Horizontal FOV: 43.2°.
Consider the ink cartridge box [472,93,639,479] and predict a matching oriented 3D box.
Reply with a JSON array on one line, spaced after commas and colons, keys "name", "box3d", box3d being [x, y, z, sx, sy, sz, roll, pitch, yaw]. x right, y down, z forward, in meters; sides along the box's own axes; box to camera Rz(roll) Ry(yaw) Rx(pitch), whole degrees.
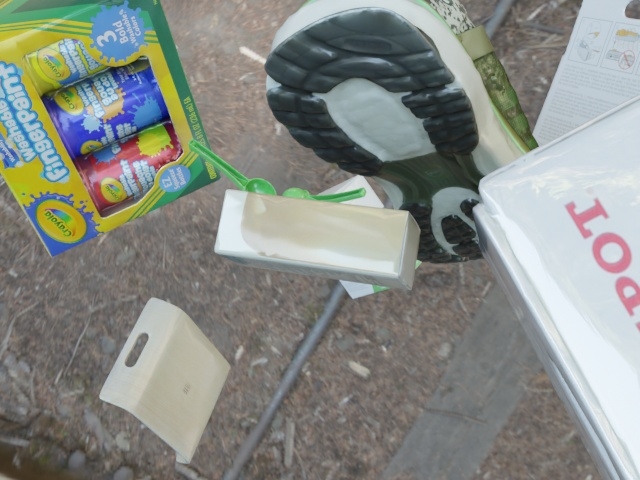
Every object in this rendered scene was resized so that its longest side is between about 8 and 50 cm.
[{"name": "ink cartridge box", "box3d": [0.248, 0.013, 0.335, 0.306, 0.131, 0.226, -27, 75, 6]}]

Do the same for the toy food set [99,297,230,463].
[{"name": "toy food set", "box3d": [-0.303, 0.287, 1.618, 0.220, 0.092, 0.306, -67, 149, -29]}]

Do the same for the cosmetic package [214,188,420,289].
[{"name": "cosmetic package", "box3d": [0.000, 0.000, 0.497, 0.115, 0.060, 0.041, 8, 81, 14]}]

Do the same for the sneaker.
[{"name": "sneaker", "box3d": [0.111, -0.110, 0.656, 0.410, 0.158, 0.182, 42, 48, -52]}]

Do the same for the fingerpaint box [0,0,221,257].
[{"name": "fingerpaint box", "box3d": [-0.426, -0.236, 1.480, 0.371, 0.163, 0.445, -26, 136, -13]}]

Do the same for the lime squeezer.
[{"name": "lime squeezer", "box3d": [-0.067, -0.088, 1.318, 0.310, 0.059, 0.110, 18, 128, 18]}]

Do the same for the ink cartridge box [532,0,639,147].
[{"name": "ink cartridge box", "box3d": [0.295, -0.117, 0.756, 0.066, 0.189, 0.233, 14, 102, -34]}]

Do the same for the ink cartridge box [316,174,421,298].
[{"name": "ink cartridge box", "box3d": [0.072, -0.006, 1.605, 0.092, 0.160, 0.219, -43, 103, -35]}]
